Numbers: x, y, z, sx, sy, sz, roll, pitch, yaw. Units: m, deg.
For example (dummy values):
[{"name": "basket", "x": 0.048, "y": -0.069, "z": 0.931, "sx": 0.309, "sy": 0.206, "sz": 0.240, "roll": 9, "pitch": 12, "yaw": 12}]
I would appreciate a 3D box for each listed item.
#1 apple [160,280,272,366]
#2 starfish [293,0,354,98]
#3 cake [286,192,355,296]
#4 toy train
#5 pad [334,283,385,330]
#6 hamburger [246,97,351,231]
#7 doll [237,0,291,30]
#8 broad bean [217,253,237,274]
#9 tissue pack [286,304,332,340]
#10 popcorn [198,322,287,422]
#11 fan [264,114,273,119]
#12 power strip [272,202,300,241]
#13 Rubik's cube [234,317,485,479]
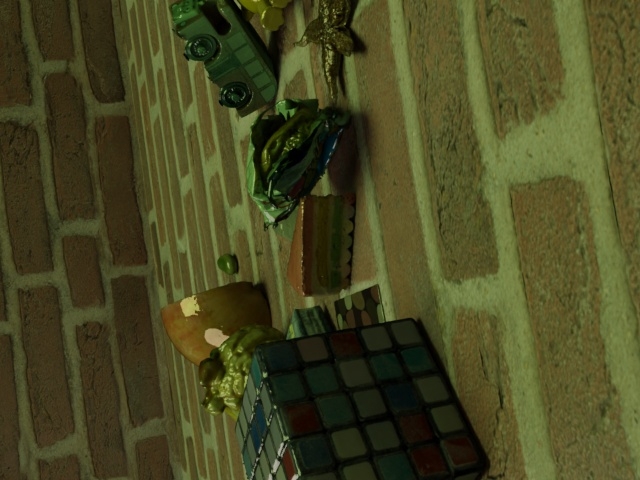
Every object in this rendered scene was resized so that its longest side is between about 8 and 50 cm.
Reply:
[{"name": "apple", "x": -0.263, "y": 0.224, "z": 2.251, "sx": 0.252, "sy": 0.314, "sz": 0.309, "roll": -58, "pitch": 12, "yaw": -18}, {"name": "starfish", "x": 0.012, "y": -0.382, "z": 1.530, "sx": 0.277, "sy": 0.062, "sz": 0.235, "roll": 154, "pitch": 107, "yaw": -66}, {"name": "cake", "x": 0.007, "y": 0.014, "z": 1.591, "sx": 0.090, "sy": 0.109, "sz": 0.225, "roll": -117, "pitch": 28, "yaw": -42}, {"name": "toy train", "x": -0.207, "y": -0.417, "z": 1.864, "sx": 0.326, "sy": 0.159, "sz": 0.129, "roll": 54, "pitch": -170, "yaw": -47}, {"name": "pad", "x": 0.078, "y": 0.177, "z": 1.604, "sx": 0.235, "sy": 0.003, "sz": 0.158, "roll": 149, "pitch": 113, "yaw": -68}, {"name": "hamburger", "x": -0.063, "y": -0.169, "z": 1.544, "sx": 0.260, "sy": 0.150, "sz": 0.276, "roll": -55, "pitch": -3, "yaw": -16}, {"name": "doll", "x": -0.142, "y": -0.573, "z": 1.761, "sx": 0.199, "sy": 0.145, "sz": 0.363, "roll": -62, "pitch": 34, "yaw": 34}, {"name": "broad bean", "x": -0.268, "y": 0.068, "z": 2.424, "sx": 0.083, "sy": 0.045, "sz": 0.063, "roll": 13, "pitch": 110, "yaw": 60}, {"name": "tissue pack", "x": -0.003, "y": 0.291, "z": 1.738, "sx": 0.185, "sy": 0.081, "sz": 0.257, "roll": 100, "pitch": 154, "yaw": -44}, {"name": "popcorn", "x": -0.161, "y": 0.327, "z": 1.965, "sx": 0.258, "sy": 0.270, "sz": 0.224, "roll": -41, "pitch": 47, "yaw": 10}, {"name": "fan", "x": -0.074, "y": -0.202, "z": 1.866, "sx": 0.057, "sy": 0.023, "sz": 0.282, "roll": 102, "pitch": 151, "yaw": -43}, {"name": "power strip", "x": -0.056, "y": -0.048, "z": 1.818, "sx": 0.288, "sy": 0.053, "sz": 0.093, "roll": -150, "pitch": 54, "yaw": -65}, {"name": "Rubik's cube", "x": 0.044, "y": 0.332, "z": 1.342, "sx": 0.293, "sy": 0.287, "sz": 0.292, "roll": 105, "pitch": 149, "yaw": -46}]
